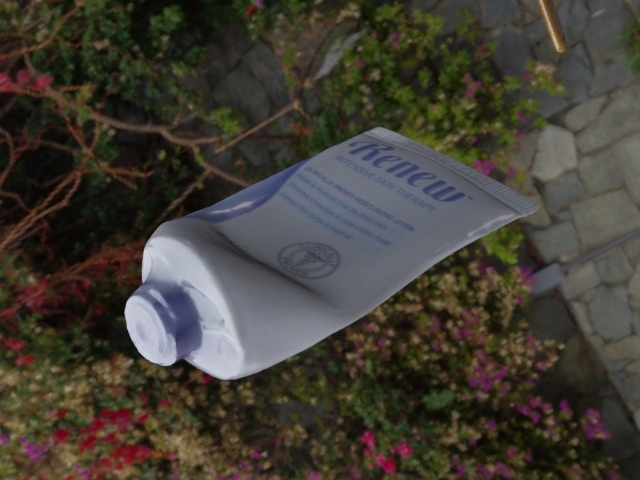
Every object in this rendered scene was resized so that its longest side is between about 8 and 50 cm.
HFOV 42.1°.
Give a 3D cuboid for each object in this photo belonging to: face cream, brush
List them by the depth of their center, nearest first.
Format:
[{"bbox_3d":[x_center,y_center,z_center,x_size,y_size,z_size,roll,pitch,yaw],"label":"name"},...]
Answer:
[{"bbox_3d":[0.140,-0.190,0.562,0.170,0.014,0.043,50,-135,-43],"label":"brush"},{"bbox_3d":[0.000,0.000,0.826,0.235,0.420,0.137,31,136,37],"label":"face cream"}]
